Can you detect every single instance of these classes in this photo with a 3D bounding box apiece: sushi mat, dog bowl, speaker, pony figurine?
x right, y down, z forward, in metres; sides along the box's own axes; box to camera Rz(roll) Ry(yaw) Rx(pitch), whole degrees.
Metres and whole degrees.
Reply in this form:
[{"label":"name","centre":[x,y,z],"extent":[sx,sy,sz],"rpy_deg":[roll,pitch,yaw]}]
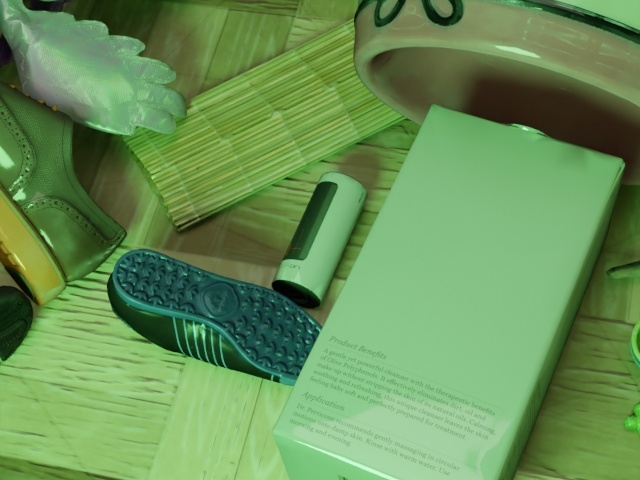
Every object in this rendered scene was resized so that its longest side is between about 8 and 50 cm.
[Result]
[{"label":"sushi mat","centre":[-0.050,-0.134,1.316],"extent":[0.316,0.019,0.151],"rpy_deg":[-27,59,-9]},{"label":"dog bowl","centre":[0.211,-0.178,1.108],"extent":[0.408,0.408,0.150],"rpy_deg":[16,81,16]},{"label":"speaker","centre":[0.000,0.000,1.211],"extent":[0.055,0.055,0.136],"rpy_deg":[17,64,17]},{"label":"pony figurine","centre":[-0.306,-0.296,1.291],"extent":[0.351,0.363,0.303],"rpy_deg":[6,47,-4]}]

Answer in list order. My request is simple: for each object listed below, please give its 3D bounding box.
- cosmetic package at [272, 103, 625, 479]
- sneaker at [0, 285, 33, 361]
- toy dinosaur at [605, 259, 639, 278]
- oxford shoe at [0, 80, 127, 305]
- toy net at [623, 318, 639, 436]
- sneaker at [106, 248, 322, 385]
[{"label":"cosmetic package","centre":[0.125,0.076,1.090],"extent":[0.197,0.155,0.365],"rpy_deg":[20,64,18]},{"label":"sneaker","centre":[-0.438,0.100,1.184],"extent":[0.281,0.106,0.162],"rpy_deg":[-36,59,-12]},{"label":"toy dinosaur","centre":[0.407,-0.033,1.175],"extent":[0.118,0.064,0.268],"rpy_deg":[31,70,30]},{"label":"oxford shoe","centre":[-0.336,-0.117,1.222],"extent":[0.133,0.130,0.363],"rpy_deg":[-34,100,-20]},{"label":"toy net","centre":[0.398,0.134,1.083],"extent":[0.232,0.045,0.122],"rpy_deg":[5,60,10]},{"label":"sneaker","centre":[-0.099,0.083,1.168],"extent":[0.232,0.090,0.081],"rpy_deg":[27,63,-2]}]
